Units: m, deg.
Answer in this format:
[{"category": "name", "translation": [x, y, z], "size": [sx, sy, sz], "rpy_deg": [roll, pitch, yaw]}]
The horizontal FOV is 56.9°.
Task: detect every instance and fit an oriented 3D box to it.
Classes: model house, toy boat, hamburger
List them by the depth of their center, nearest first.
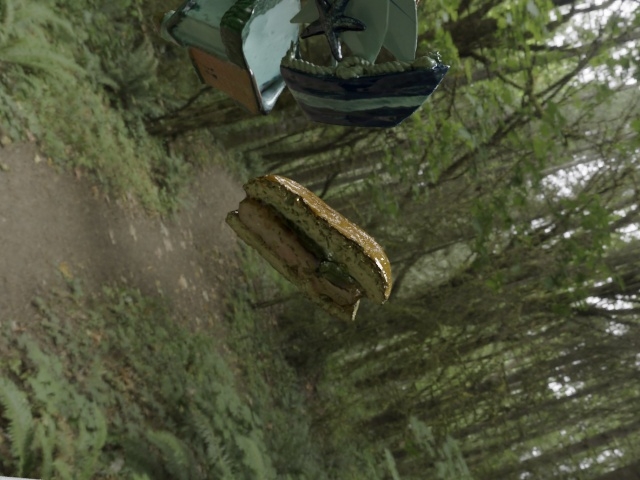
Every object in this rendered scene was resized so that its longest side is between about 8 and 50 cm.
[{"category": "toy boat", "translation": [0.028, -0.273, 0.731], "size": [0.070, 0.210, 0.292], "rpy_deg": [-35, 105, -62]}, {"category": "hamburger", "translation": [0.000, 0.000, 0.875], "size": [0.262, 0.124, 0.131], "rpy_deg": [42, 34, 8]}, {"category": "model house", "translation": [-0.201, -0.418, 1.163], "size": [0.185, 0.291, 0.253], "rpy_deg": [-62, 166, -19]}]

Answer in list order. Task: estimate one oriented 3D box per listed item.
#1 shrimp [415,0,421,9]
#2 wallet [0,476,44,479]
[{"category": "shrimp", "translation": [0.131, -0.361, 0.840], "size": [0.063, 0.287, 0.152], "rpy_deg": [32, -47, 30]}, {"category": "wallet", "translation": [-0.242, 0.228, 0.513], "size": [0.061, 0.025, 0.122], "rpy_deg": [26, -9, 34]}]
